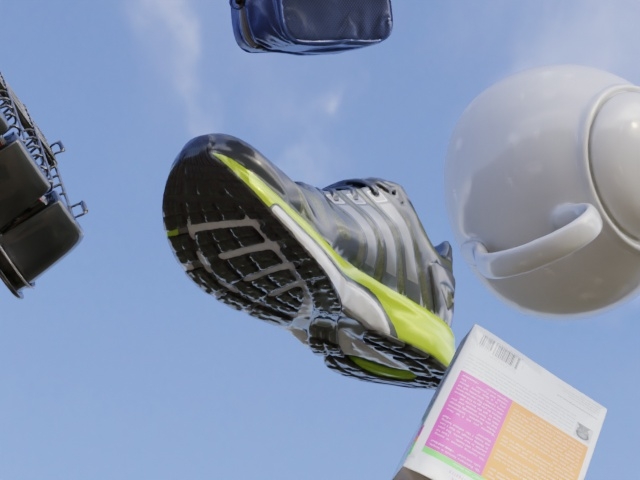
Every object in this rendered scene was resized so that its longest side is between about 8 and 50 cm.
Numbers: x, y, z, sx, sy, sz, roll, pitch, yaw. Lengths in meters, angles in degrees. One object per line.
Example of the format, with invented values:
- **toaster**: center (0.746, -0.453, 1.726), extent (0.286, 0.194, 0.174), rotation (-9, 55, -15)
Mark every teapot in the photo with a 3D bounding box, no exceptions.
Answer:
- **teapot**: center (0.243, -0.050, 1.410), extent (0.252, 0.256, 0.187), rotation (22, -24, -33)

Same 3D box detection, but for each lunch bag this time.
- **lunch bag**: center (-0.012, -0.148, 0.981), extent (0.098, 0.067, 0.065), rotation (-3, -1, -34)

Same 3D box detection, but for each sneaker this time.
- **sneaker**: center (0.000, 0.000, 1.099), extent (0.111, 0.121, 0.300), rotation (-8, -31, 32)

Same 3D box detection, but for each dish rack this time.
- **dish rack**: center (-0.254, -0.096, 1.147), extent (0.074, 0.271, 0.208), rotation (-31, -65, -2)

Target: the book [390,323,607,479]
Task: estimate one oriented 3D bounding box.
- **book**: center (0.104, 0.116, 0.905), extent (0.096, 0.144, 0.035), rotation (34, -53, 2)
